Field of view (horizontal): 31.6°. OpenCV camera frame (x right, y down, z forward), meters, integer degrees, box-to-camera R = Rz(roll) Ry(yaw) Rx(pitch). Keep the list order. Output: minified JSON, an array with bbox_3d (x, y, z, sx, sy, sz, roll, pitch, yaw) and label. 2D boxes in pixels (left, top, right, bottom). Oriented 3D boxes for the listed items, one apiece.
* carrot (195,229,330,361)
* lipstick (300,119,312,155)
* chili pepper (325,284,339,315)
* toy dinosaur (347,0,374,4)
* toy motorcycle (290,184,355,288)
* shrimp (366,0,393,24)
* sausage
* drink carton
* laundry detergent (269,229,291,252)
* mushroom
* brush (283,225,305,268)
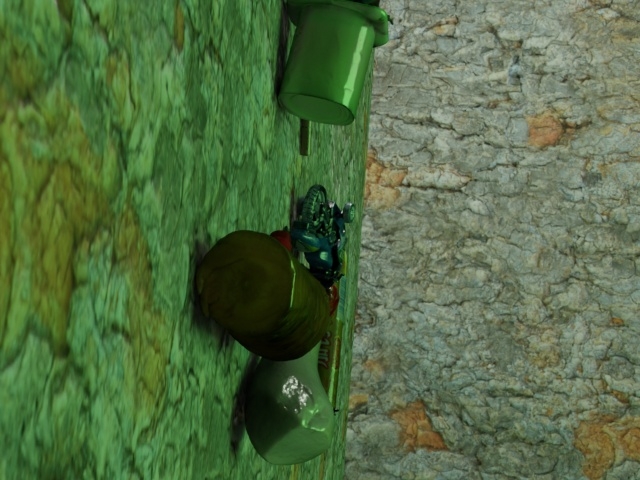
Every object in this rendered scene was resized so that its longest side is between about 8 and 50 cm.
[{"bbox_3d":[-0.054,0.065,1.186,0.302,0.114,0.114,55,39,-78],"label":"carrot"},{"bbox_3d":[-0.022,-0.185,1.844,0.019,0.018,0.094,-63,156,-77],"label":"lipstick"},{"bbox_3d":[0.000,0.104,2.036,0.123,0.070,0.073,49,29,-80],"label":"chili pepper"},{"bbox_3d":[0.070,-0.381,1.601,0.147,0.076,0.363,-45,-178,-29],"label":"toy dinosaur"},{"bbox_3d":[0.000,0.000,1.864,0.254,0.092,0.136,55,47,-68],"label":"toy motorcycle"},{"bbox_3d":[0.039,-0.363,1.880,0.145,0.116,0.343,-47,171,-19],"label":"shrimp"},{"bbox_3d":[0.011,0.147,2.126,0.082,0.082,0.372,83,11,-64],"label":"sausage"},{"bbox_3d":[0.009,-0.243,1.565,0.144,0.146,0.142,67,36,-77],"label":"drink carton"},{"bbox_3d":[-0.061,0.050,1.453,0.097,0.049,0.165,86,7,-50],"label":"laundry detergent"},{"bbox_3d":[-0.040,0.179,1.446,0.103,0.118,0.270,41,24,-25],"label":"mushroom"},{"bbox_3d":[-0.039,0.036,1.773,0.190,0.027,0.034,82,11,-61],"label":"brush"}]
